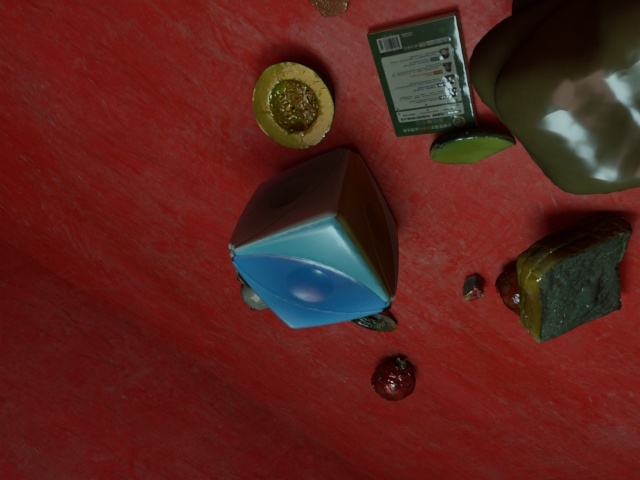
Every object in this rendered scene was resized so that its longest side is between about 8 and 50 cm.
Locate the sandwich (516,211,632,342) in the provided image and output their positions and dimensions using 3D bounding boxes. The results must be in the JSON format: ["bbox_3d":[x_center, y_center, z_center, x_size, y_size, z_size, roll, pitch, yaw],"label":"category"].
[{"bbox_3d":[0.625,0.102,1.198,0.099,0.271,0.301,56,170,51],"label":"sandwich"}]

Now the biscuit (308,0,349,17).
[{"bbox_3d":[0.018,-0.542,1.023,0.102,0.019,0.131,16,140,15],"label":"biscuit"}]

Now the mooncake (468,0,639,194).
[{"bbox_3d":[0.455,-0.303,0.689,0.262,0.467,0.467,40,141,-19],"label":"mooncake"}]

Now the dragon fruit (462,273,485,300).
[{"bbox_3d":[0.473,0.149,1.465,0.060,0.083,0.056,40,136,-18],"label":"dragon fruit"}]

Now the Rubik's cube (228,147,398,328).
[{"bbox_3d":[0.000,0.000,1.328,0.351,0.347,0.352,-20,124,27],"label":"Rubik's cube"}]

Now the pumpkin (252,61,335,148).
[{"bbox_3d":[-0.052,-0.352,1.222,0.217,0.110,0.218,15,127,20],"label":"pumpkin"}]

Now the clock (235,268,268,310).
[{"bbox_3d":[-0.232,0.169,1.871,0.199,0.147,0.243,25,138,13],"label":"clock"}]

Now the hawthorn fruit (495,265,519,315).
[{"bbox_3d":[0.582,0.129,1.336,0.148,0.148,0.172,39,125,-12],"label":"hawthorn fruit"}]

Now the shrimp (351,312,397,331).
[{"bbox_3d":[0.187,0.294,1.812,0.217,0.051,0.150,16,152,0],"label":"shrimp"}]

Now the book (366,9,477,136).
[{"bbox_3d":[0.233,-0.361,1.086,0.201,0.027,0.264,-1,132,31],"label":"book"}]

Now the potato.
[{"bbox_3d":[0.353,-0.230,1.129,0.119,0.054,0.197,24,157,-38],"label":"potato"}]

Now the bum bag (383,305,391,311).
[{"bbox_3d":[0.200,0.235,1.765,0.124,0.034,0.058,7,131,25],"label":"bum bag"}]

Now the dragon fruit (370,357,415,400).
[{"bbox_3d":[0.302,0.572,1.976,0.172,0.172,0.209,34,133,-6],"label":"dragon fruit"}]
